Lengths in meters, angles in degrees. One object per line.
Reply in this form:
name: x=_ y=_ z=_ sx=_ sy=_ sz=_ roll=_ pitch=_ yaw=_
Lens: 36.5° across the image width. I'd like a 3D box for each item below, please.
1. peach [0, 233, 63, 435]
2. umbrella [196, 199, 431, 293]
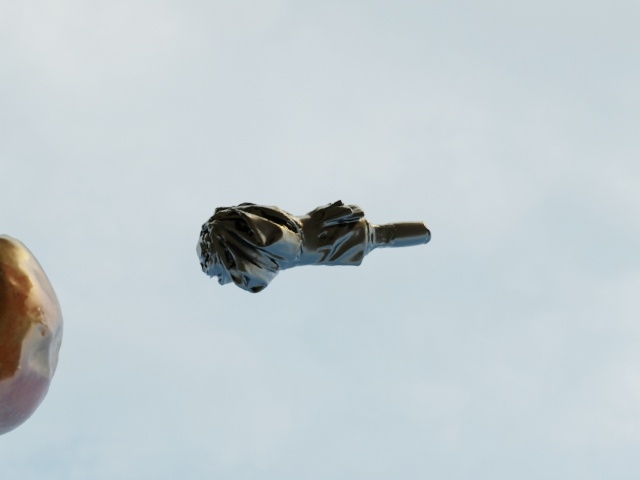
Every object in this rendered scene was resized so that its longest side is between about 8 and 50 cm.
peach: x=-0.407 y=0.105 z=1.141 sx=0.214 sy=0.214 sz=0.236 roll=9 pitch=-113 yaw=10
umbrella: x=0.000 y=0.000 z=1.271 sx=0.340 sy=0.118 sz=0.118 roll=-2 pitch=-133 yaw=-30
